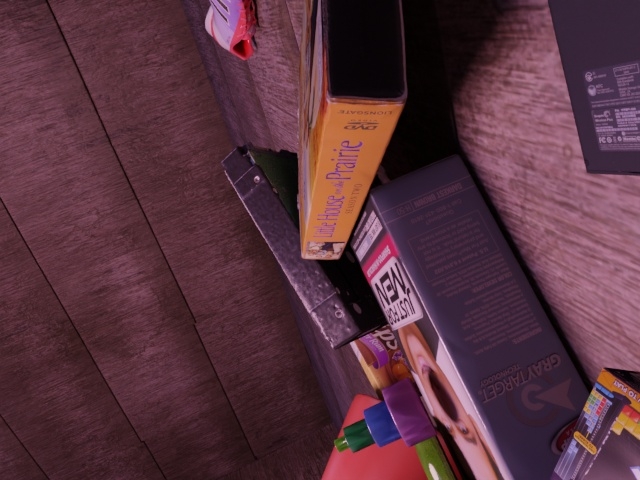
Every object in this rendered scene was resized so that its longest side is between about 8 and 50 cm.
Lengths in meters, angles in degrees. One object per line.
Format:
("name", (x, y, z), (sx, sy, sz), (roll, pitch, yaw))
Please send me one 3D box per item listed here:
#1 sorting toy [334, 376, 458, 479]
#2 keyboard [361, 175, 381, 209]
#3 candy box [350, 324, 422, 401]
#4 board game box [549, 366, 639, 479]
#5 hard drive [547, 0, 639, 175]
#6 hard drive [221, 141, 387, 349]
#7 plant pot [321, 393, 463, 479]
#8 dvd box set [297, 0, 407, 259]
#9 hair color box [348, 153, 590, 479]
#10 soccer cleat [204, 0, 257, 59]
("sorting toy", (0.114, 0.315, 0.666), (0.365, 0.126, 0.127), (61, -175, -33))
("keyboard", (0.066, -0.081, 0.935), (0.180, 0.023, 0.108), (93, 152, -65))
("candy box", (0.125, 0.200, 0.991), (0.053, 0.109, 0.186), (86, 159, -58))
("board game box", (0.246, 0.194, 0.378), (0.170, 0.048, 0.141), (45, 120, 63))
("hard drive", (0.183, -0.105, 0.324), (0.094, 0.022, 0.135), (-149, 38, -72))
("hard drive", (0.000, 0.000, 0.892), (0.339, 0.064, 0.237), (58, -157, 13))
("plant pot", (0.112, 0.426, 0.881), (0.275, 0.243, 0.275), (32, 161, 12))
("dvd box set", (0.013, -0.178, 0.611), (0.420, 0.062, 0.307), (105, 164, -73))
("hair color box", (0.166, 0.117, 0.610), (0.185, 0.114, 0.374), (105, 141, -75))
("soccer cleat", (-0.173, -0.481, 1.121), (0.116, 0.108, 0.318), (47, 168, -4))
